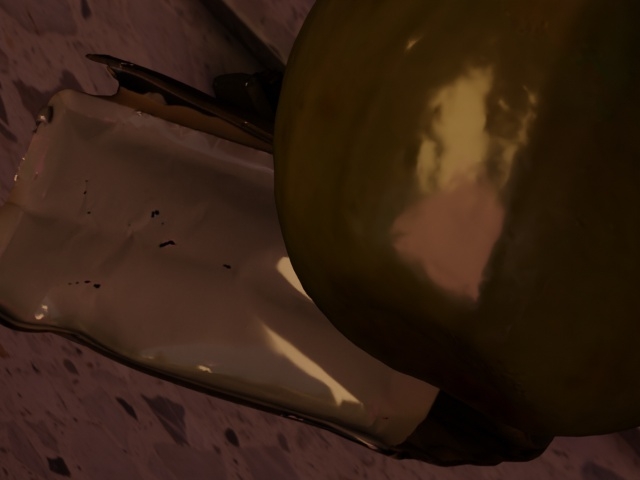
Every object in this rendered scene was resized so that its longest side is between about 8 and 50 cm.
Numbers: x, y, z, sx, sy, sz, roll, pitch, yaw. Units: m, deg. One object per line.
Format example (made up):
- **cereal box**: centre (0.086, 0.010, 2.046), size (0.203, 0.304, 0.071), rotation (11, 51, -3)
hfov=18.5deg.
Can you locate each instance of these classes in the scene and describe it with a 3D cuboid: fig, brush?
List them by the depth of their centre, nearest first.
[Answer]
- **fig**: centre (0.107, -0.056, 0.837), size (0.239, 0.239, 0.271), rotation (38, 127, 24)
- **brush**: centre (0.000, 0.000, 1.229), size (0.043, 0.036, 0.248), rotation (9, 130, 51)

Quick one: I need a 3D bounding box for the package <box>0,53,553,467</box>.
- **package**: centre (-0.021, 0.008, 1.137), size (0.311, 0.221, 0.165), rotation (18, 95, 30)
